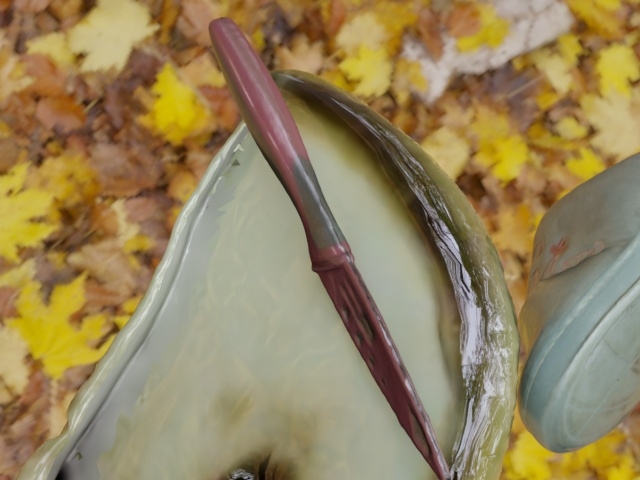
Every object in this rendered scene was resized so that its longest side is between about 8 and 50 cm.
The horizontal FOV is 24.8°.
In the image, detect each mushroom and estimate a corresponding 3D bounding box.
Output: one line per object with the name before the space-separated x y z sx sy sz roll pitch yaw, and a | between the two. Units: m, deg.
mushroom | -0.001 0.100 0.747 0.217 0.212 0.292 36 86 23

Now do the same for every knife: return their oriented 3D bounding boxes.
knife | 0.000 0.000 0.658 0.018 0.035 0.247 -16 68 -24

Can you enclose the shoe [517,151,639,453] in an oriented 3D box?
shoe | 0.161 0.008 0.798 0.100 0.103 0.251 26 49 27
